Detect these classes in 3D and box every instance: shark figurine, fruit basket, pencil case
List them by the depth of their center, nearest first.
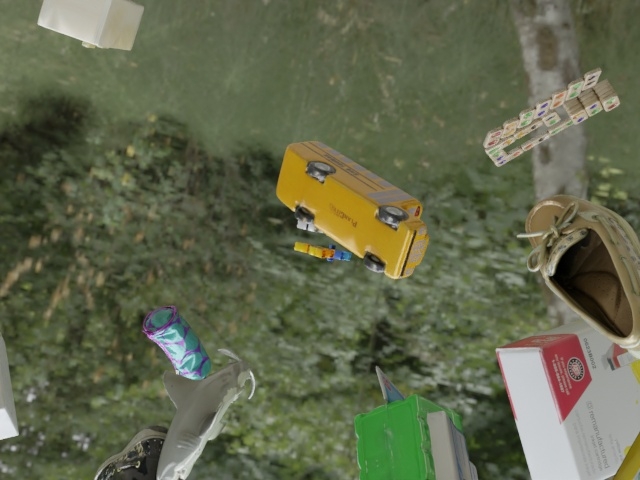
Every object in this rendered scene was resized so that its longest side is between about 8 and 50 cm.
[{"bbox_3d":[-0.171,0.217,1.396,0.116,0.166,0.278,30,-141,5],"label":"shark figurine"},{"bbox_3d":[0.193,0.395,1.420,0.165,0.327,0.353,-29,128,23],"label":"fruit basket"},{"bbox_3d":[-0.241,0.179,1.610,0.064,0.070,0.151,19,146,43],"label":"pencil case"}]

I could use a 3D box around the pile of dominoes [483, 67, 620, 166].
[{"bbox_3d":[0.418,-0.208,1.729,0.251,0.040,0.196,-31,161,16],"label":"pile of dominoes"}]

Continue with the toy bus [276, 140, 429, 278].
[{"bbox_3d":[0.061,-0.060,1.686,0.130,0.108,0.333,-11,-144,-45],"label":"toy bus"}]

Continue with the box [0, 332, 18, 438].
[{"bbox_3d":[-0.522,0.207,1.379,0.130,0.170,0.091,-13,144,-12],"label":"box"}]

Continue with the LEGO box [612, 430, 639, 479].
[{"bbox_3d":[0.500,0.279,1.064,0.193,0.500,0.372,22,-161,3],"label":"LEGO box"}]

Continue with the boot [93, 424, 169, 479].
[{"bbox_3d":[-0.293,0.406,1.424,0.085,0.178,0.236,27,126,-21],"label":"boot"}]

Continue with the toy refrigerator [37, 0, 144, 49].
[{"bbox_3d":[-0.380,-0.376,1.599,0.102,0.094,0.269,19,-171,-4],"label":"toy refrigerator"}]

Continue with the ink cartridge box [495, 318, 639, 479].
[{"bbox_3d":[0.577,0.289,1.883,0.385,0.279,0.160,-15,177,-25],"label":"ink cartridge box"}]

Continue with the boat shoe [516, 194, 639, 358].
[{"bbox_3d":[0.300,0.027,1.047,0.089,0.104,0.285,16,-158,-29],"label":"boat shoe"}]

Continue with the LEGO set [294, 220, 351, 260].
[{"bbox_3d":[0.000,0.000,2.189,0.093,0.087,0.227,13,-177,30],"label":"LEGO set"}]
